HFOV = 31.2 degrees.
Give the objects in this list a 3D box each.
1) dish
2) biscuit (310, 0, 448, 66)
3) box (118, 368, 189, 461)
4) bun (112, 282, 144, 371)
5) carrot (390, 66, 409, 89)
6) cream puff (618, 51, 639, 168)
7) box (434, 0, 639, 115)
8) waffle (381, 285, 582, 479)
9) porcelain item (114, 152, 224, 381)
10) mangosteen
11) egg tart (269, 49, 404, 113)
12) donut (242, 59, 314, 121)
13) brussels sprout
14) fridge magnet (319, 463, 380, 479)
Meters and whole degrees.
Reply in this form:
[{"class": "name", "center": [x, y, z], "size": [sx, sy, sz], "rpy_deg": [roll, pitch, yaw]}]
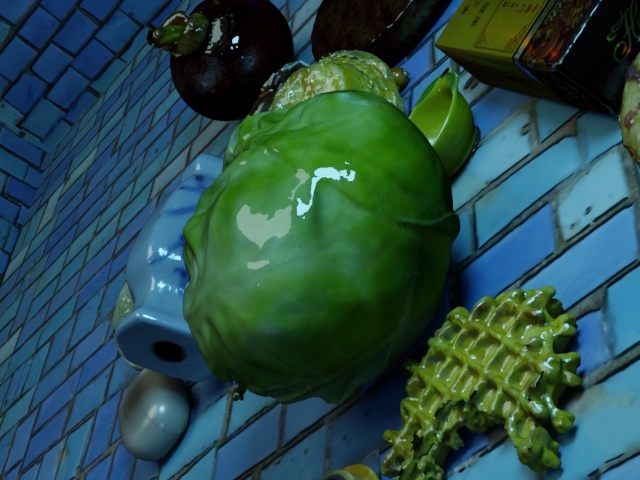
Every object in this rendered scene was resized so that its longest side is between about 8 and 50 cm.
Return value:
[{"class": "dish", "center": [0.181, -0.154, 1.714], "size": [0.149, 0.080, 0.208], "rpy_deg": [-7, 55, 65]}, {"class": "biscuit", "center": [0.137, -0.482, 2.203], "size": [0.407, 0.091, 0.407], "rpy_deg": [-40, 31, 30]}, {"class": "box", "center": [-0.297, 0.305, 2.042], "size": [0.146, 0.088, 0.200], "rpy_deg": [-54, 24, 10]}, {"class": "bun", "center": [-0.297, 0.152, 2.202], "size": [0.210, 0.116, 0.237], "rpy_deg": [-44, 49, 17]}, {"class": "carrot", "center": [0.058, -0.255, 2.074], "size": [0.247, 0.043, 0.043], "rpy_deg": [-21, 40, 36]}, {"class": "cream puff", "center": [0.416, -0.149, 1.158], "size": [0.240, 0.163, 0.240], "rpy_deg": [-47, 34, 47]}, {"class": "box", "center": [0.336, -0.328, 1.571], "size": [0.264, 0.115, 0.415], "rpy_deg": [-56, 21, 1]}, {"class": "waffle", "center": [0.179, 0.169, 1.326], "size": [0.293, 0.069, 0.260], "rpy_deg": [-31, 35, 43]}, {"class": "porcelain item", "center": [-0.213, 0.037, 2.031], "size": [0.178, 0.242, 0.405], "rpy_deg": [112, 175, -50]}, {"class": "mangosteen", "center": [-0.211, -0.417, 2.543], "size": [0.297, 0.293, 0.297], "rpy_deg": [-58, 0, 0]}, {"class": "egg tart", "center": [0.007, -0.210, 1.972], "size": [0.294, 0.123, 0.294], "rpy_deg": [-16, 61, 31]}, {"class": "donut", "center": [-0.081, -0.236, 2.275], "size": [0.270, 0.103, 0.270], "rpy_deg": [-50, 19, 25]}, {"class": "brussels sprout", "center": [0.018, -0.004, 1.517], "size": [0.361, 0.342, 0.425], "rpy_deg": [-32, 36, 38]}, {"class": "fridge magnet", "center": [0.023, 0.341, 1.412], "size": [0.143, 0.063, 0.143], "rpy_deg": [-39, 32, 30]}]
